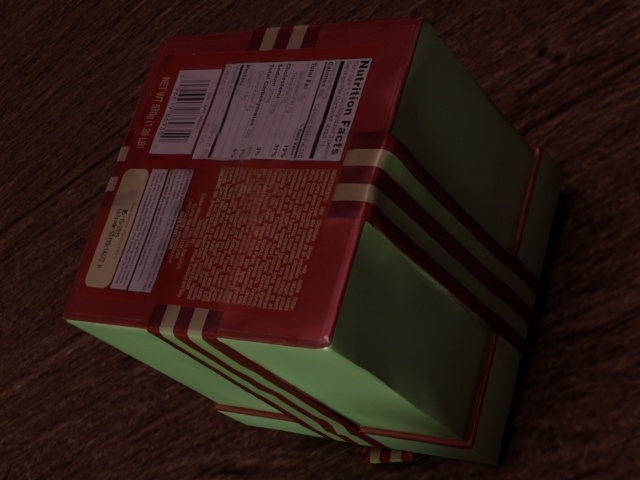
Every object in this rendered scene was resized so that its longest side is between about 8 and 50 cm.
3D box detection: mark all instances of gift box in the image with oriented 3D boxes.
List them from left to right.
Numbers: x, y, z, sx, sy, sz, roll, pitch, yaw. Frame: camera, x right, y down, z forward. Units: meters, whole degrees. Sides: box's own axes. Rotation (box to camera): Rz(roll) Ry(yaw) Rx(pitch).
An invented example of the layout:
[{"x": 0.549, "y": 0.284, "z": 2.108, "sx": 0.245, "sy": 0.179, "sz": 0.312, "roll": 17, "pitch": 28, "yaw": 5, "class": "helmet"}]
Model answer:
[{"x": 0.000, "y": 0.000, "z": 0.871, "sx": 0.276, "sy": 0.258, "sz": 0.255, "roll": 8, "pitch": 70, "yaw": 39, "class": "gift box"}]
